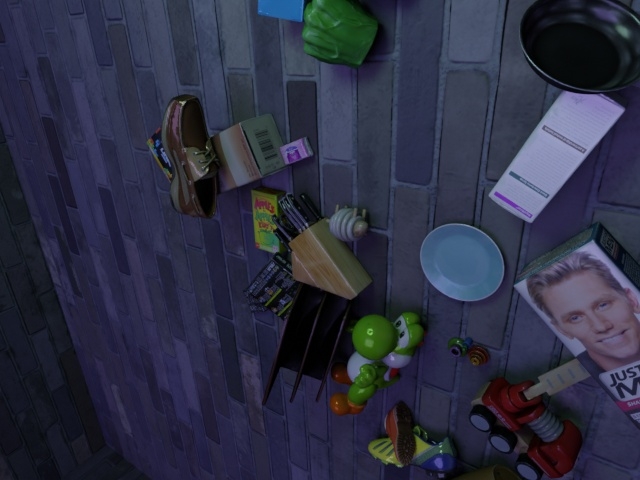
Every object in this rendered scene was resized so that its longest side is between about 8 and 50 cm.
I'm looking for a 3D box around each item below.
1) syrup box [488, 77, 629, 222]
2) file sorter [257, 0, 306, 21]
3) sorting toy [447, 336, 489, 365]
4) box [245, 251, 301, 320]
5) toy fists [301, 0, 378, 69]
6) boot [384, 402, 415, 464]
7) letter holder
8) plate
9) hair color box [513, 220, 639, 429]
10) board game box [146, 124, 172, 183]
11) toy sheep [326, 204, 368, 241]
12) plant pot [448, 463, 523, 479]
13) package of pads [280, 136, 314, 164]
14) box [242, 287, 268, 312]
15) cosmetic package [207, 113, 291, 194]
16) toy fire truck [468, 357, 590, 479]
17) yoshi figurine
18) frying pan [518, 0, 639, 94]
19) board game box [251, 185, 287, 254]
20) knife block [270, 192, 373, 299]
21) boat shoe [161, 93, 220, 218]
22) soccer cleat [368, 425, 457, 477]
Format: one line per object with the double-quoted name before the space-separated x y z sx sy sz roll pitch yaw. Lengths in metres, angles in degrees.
"syrup box" 0.406 -0.155 0.789 0.096 0.093 0.237 39 130 16
"file sorter" -0.049 -0.552 0.932 0.118 0.104 0.170 23 125 26
"sorting toy" 0.347 0.267 1.079 0.102 0.042 0.061 10 117 34
"box" -0.106 0.148 1.338 0.184 0.045 0.191 37 132 -5
"toy fists" 0.057 -0.473 0.865 0.096 0.142 0.279 -99 31 -42
"boot" 0.217 0.546 1.265 0.059 0.158 0.084 17 139 -19
"letter holder" -0.036 0.295 1.209 0.152 0.214 0.302 18 113 5
"plate" 0.314 0.047 1.008 0.188 0.024 0.188 18 122 30
"hair color box" 0.547 0.157 0.830 0.347 0.105 0.174 50 132 7
"board game box" -0.459 -0.271 1.423 0.141 0.048 0.170 -27 94 43
"toy sheep" 0.065 -0.041 1.116 0.132 0.091 0.091 16 122 47
"plant pot" 0.403 0.692 1.146 0.237 0.237 0.254 39 116 16
"package of pads" -0.060 -0.227 1.151 0.083 0.032 0.050 -12 103 40
"box" -0.214 0.195 1.488 0.067 0.018 0.083 -12 104 41
"cosmetic package" -0.244 -0.217 1.231 0.296 0.129 0.153 -13 104 41
"toy fire truck" 0.486 0.371 0.974 0.217 0.158 0.246 47 142 10
"yoshi figurine" 0.115 0.301 1.178 0.203 0.203 0.362 46 129 18
"frying pan" 0.458 -0.281 0.677 0.326 0.197 0.053 14 159 6
"board game box" -0.144 -0.057 1.292 0.092 0.043 0.181 16 121 31
"knife block" 0.000 0.000 1.180 0.275 0.088 0.242 17 122 31
"boat shoe" -0.305 -0.196 1.134 0.120 0.122 0.324 24 131 21
"soccer cleat" 0.259 0.587 1.295 0.289 0.093 0.121 -13 73 45
